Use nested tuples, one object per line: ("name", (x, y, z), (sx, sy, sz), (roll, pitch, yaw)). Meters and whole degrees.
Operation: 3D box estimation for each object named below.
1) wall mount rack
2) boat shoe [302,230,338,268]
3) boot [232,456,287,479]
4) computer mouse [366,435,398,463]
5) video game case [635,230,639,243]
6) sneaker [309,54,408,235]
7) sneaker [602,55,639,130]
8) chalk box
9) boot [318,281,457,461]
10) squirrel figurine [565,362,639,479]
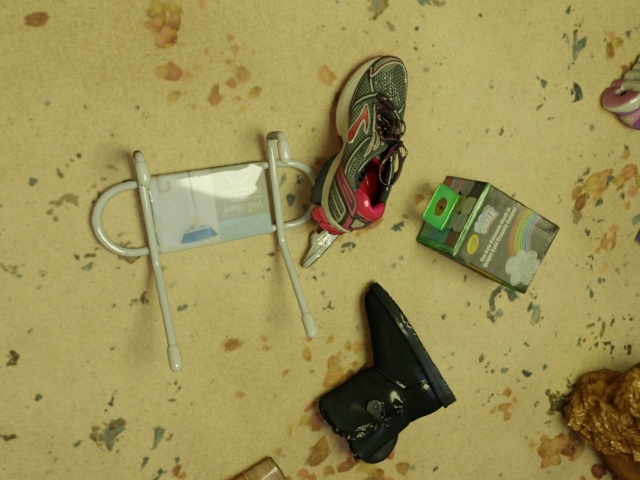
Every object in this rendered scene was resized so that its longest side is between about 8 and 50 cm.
("wall mount rack", (-0.142, 0.006, 0.937), (0.350, 0.130, 0.304), (-11, 104, -17))
("boat shoe", (0.000, 0.000, 1.042), (0.035, 0.035, 0.100), (41, 89, 6))
("boot", (-0.095, 0.478, 1.077), (0.152, 0.073, 0.197), (-36, 98, -11))
("computer mouse", (0.126, 0.284, 1.133), (0.071, 0.041, 0.242), (13, 95, -21))
("video game case", (0.789, -0.065, 1.291), (0.244, 0.061, 0.270), (26, 91, -23))
("sneaker", (0.086, -0.147, 0.971), (0.120, 0.112, 0.299), (25, 70, -30))
("sneaker", (0.629, -0.294, 1.181), (0.236, 0.095, 0.104), (-45, 118, -2))
("chalk box", (0.259, -0.022, 1.075), (0.213, 0.132, 0.132), (27, 91, -21))
("boot", (0.081, 0.222, 1.073), (0.207, 0.094, 0.246), (-31, 91, 1))
("squirrel figurine", (0.676, 0.375, 1.168), (0.397, 0.370, 0.281), (26, 91, -22))
